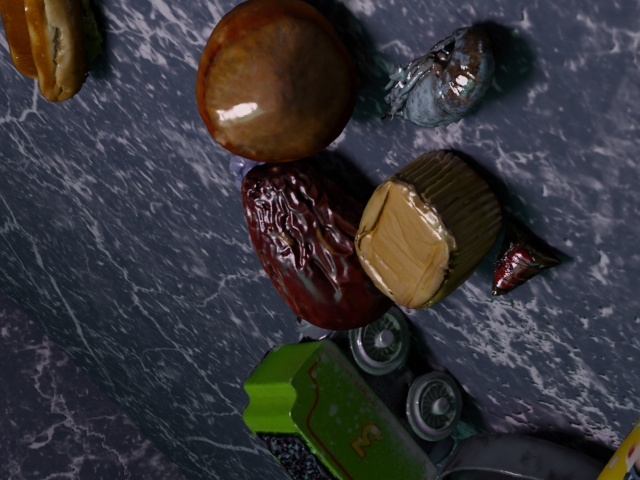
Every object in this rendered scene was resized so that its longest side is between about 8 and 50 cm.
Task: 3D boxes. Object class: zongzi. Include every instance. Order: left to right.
[{"bbox_3d":[0.212,0.009,1.244,0.083,0.067,0.073,-35,90,45],"label":"zongzi"}]

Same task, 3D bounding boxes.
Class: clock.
[{"bbox_3d":[0.314,0.366,1.537,0.325,0.067,0.325,22,151,13],"label":"clock"}]

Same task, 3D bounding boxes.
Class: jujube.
[{"bbox_3d":[0.000,0.000,1.392,0.168,0.168,0.236,0,130,54],"label":"jujube"}]

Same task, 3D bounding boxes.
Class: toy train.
[{"bbox_3d":[0.044,0.232,1.579,0.307,0.249,0.173,52,150,-17],"label":"toy train"}]

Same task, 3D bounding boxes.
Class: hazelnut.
[{"bbox_3d":[-0.053,-0.161,1.209,0.182,0.182,0.182,33,152,20],"label":"hazelnut"}]

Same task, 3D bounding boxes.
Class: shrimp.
[{"bbox_3d":[0.103,-0.145,1.124,0.090,0.079,0.233,9,169,-20],"label":"shrimp"}]

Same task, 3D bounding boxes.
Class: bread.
[{"bbox_3d":[0.120,-0.013,1.260,0.132,0.114,0.190,47,147,12],"label":"bread"}]

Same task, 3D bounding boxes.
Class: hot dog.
[{"bbox_3d":[-0.355,-0.305,1.491,0.135,0.100,0.337,42,154,21],"label":"hot dog"}]

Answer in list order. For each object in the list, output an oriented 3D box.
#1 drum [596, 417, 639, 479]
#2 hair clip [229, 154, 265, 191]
[{"bbox_3d":[0.425,0.264,0.908,0.431,0.214,0.431,33,-171,-6],"label":"drum"},{"bbox_3d":[-0.053,-0.080,1.476,0.124,0.052,0.195,8,145,33],"label":"hair clip"}]
